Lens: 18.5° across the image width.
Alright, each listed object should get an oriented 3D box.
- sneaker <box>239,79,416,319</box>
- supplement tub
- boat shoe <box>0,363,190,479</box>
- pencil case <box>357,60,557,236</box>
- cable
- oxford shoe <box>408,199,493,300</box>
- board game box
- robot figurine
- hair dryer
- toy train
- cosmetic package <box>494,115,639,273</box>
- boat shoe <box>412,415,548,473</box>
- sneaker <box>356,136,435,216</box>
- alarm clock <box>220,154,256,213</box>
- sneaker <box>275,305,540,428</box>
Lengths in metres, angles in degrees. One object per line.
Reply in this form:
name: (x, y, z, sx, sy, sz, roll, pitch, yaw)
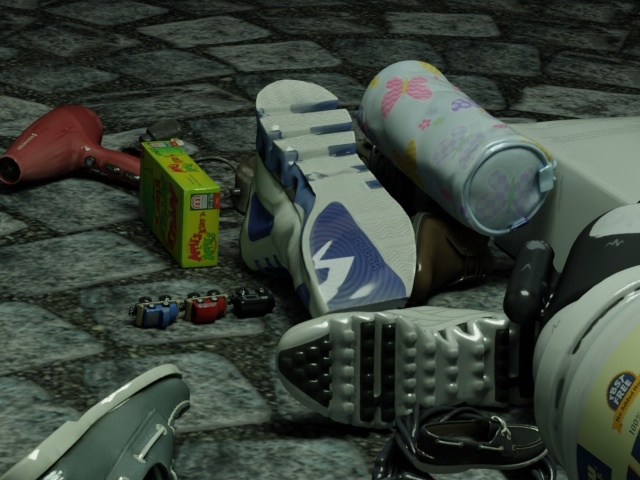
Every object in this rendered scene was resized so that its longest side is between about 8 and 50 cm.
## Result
sneaker: (0.000, -0.001, 2.089, 0.127, 0.182, 0.315, -5, 50, -19)
supplement tub: (0.332, 0.163, 1.503, 0.235, 0.235, 0.325, -6, 21, -25)
boat shoe: (-0.175, 0.189, 1.605, 0.099, 0.116, 0.319, 51, 20, 2)
pencil case: (0.149, -0.109, 2.186, 0.124, 0.113, 0.273, -30, 35, -13)
cable: (0.130, 0.187, 1.685, 0.151, 0.047, 0.184, 9, 20, 16)
oxford shoe: (0.139, 0.013, 2.133, 0.096, 0.082, 0.227, 15, 24, 13)
board game box: (-0.161, -0.043, 2.219, 0.043, 0.092, 0.181, -3, 20, -20)
robot figurine: (0.292, 0.078, 1.797, 0.209, 0.173, 0.278, -8, 29, 25)
hair dryer: (-0.261, -0.110, 2.413, 0.294, 0.080, 0.223, -7, 22, -26)
toy train: (-0.119, 0.069, 2.010, 0.158, 0.027, 0.036, -5, 32, -24)
cosmetic package: (0.367, -0.012, 2.133, 0.217, 0.156, 0.385, -4, 22, -19)
boat shoe: (0.136, 0.166, 1.640, 0.125, 0.038, 0.046, -3, 26, -20)
sneaker: (0.099, -0.071, 2.359, 0.130, 0.087, 0.227, 3, 17, 8)
alarm clock: (-0.056, -0.065, 2.352, 0.192, 0.064, 0.129, -9, 23, -24)
sneaker: (0.078, 0.109, 1.833, 0.292, 0.110, 0.118, 1, 10, -31)
